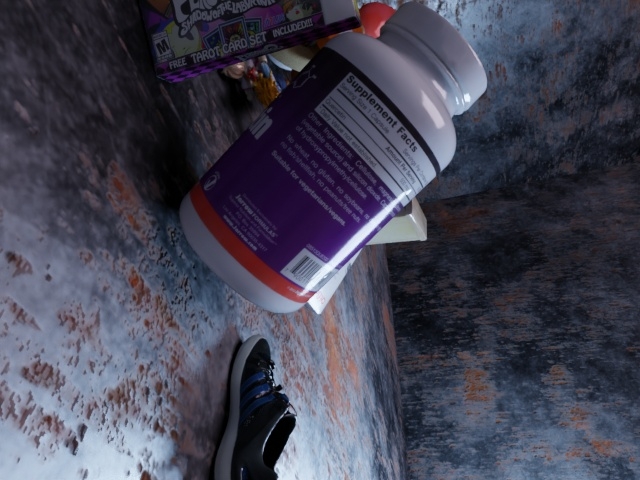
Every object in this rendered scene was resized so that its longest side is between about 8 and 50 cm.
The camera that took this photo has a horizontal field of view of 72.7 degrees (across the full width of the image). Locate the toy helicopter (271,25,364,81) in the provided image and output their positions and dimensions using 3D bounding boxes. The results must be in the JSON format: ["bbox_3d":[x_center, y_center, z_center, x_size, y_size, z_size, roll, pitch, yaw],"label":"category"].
[{"bbox_3d":[-0.013,-0.456,0.803,0.140,0.235,0.355,-37,-154,60],"label":"toy helicopter"}]

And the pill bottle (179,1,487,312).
[{"bbox_3d":[0.014,-0.086,0.475,0.181,0.323,0.181,44,7,-7],"label":"pill bottle"}]

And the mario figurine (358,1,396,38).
[{"bbox_3d":[0.077,-0.459,1.016,0.320,0.198,0.170,-89,-162,-69],"label":"mario figurine"}]

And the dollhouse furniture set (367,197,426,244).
[{"bbox_3d":[0.145,-0.201,1.206,0.362,0.256,0.394,43,47,-57],"label":"dollhouse furniture set"}]

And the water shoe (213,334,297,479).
[{"bbox_3d":[-0.063,0.202,0.512,0.203,0.080,0.073,-87,163,-46],"label":"water shoe"}]

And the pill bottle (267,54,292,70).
[{"bbox_3d":[-0.052,-0.451,0.971,0.245,0.136,0.136,-67,145,-68],"label":"pill bottle"}]

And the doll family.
[{"bbox_3d":[-0.072,-0.215,0.723,0.163,0.118,0.263,-74,149,-69],"label":"doll family"}]

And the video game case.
[{"bbox_3d":[-0.090,-0.303,0.460,0.042,0.232,0.210,-32,112,-75],"label":"video game case"}]

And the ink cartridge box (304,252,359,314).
[{"bbox_3d":[0.000,0.000,0.731,0.203,0.086,0.148,-55,149,-18],"label":"ink cartridge box"}]
